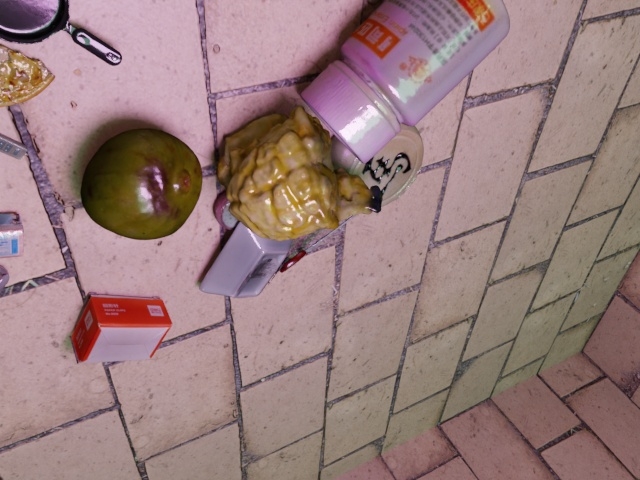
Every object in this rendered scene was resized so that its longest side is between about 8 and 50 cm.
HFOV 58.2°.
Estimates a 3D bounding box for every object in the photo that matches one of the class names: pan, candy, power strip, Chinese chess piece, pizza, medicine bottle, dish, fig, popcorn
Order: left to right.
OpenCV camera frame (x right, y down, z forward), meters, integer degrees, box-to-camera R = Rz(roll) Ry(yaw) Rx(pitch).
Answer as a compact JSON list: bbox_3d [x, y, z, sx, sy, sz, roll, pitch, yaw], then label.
[{"bbox_3d":[-0.531,-0.162,0.966,0.027,0.017,0.083,-47,138,13],"label":"power strip"},{"bbox_3d":[-0.491,-0.261,0.895,0.123,0.026,0.108,-30,138,-9],"label":"pizza"},{"bbox_3d":[-0.410,-0.339,0.877,0.136,0.028,0.235,-48,136,13],"label":"pan"},{"bbox_3d":[-0.341,-0.104,1.057,0.225,0.202,0.203,-4,149,26],"label":"fig"},{"bbox_3d":[-0.188,-0.072,1.288,0.103,0.043,0.103,-21,140,-19],"label":"candy"},{"bbox_3d":[-0.156,0.059,1.372,0.182,0.080,0.243,1,133,-47],"label":"dish"},{"bbox_3d":[-0.063,-0.134,1.171,0.237,0.292,0.293,-13,158,39],"label":"popcorn"},{"bbox_3d":[0.129,-0.189,1.369,0.250,0.101,0.250,-21,138,-21],"label":"Chinese chess piece"},{"bbox_3d":[0.162,-0.354,1.145,0.388,0.219,0.219,-44,140,8],"label":"medicine bottle"}]

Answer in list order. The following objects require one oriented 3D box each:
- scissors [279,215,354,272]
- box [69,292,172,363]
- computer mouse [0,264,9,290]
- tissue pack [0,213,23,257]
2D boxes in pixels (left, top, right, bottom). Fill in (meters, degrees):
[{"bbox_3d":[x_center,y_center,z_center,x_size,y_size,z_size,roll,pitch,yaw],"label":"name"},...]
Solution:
[{"bbox_3d":[0.000,0.000,1.450,0.248,0.017,0.144,-37,179,1],"label":"scissors"},{"bbox_3d":[-0.454,0.199,1.308,0.182,0.099,0.133,7,126,-42],"label":"box"},{"bbox_3d":[-0.645,0.087,1.099,0.096,0.039,0.066,-31,140,-9],"label":"computer mouse"},{"bbox_3d":[-0.589,-0.007,1.038,0.095,0.058,0.074,-5,133,-33],"label":"tissue pack"}]
